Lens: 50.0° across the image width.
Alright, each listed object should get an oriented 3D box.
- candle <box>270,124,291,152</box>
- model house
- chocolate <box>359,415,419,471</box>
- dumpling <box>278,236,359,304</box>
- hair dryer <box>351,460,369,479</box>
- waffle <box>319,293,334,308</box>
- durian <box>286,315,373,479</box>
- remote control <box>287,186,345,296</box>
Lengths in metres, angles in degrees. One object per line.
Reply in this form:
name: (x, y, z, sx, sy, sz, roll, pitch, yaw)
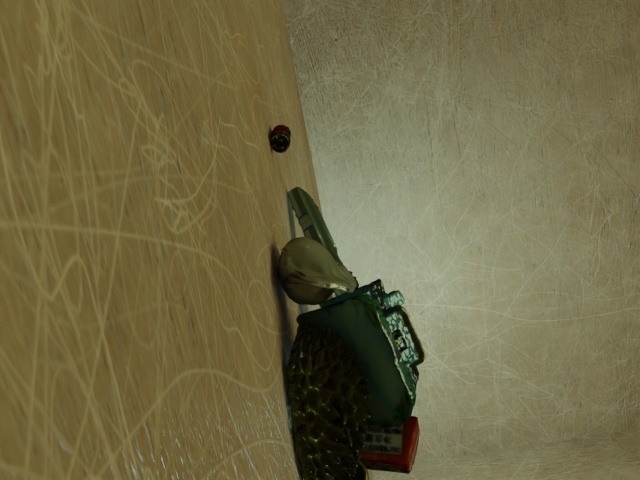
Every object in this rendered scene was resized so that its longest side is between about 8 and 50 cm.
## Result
candle: (-0.100, -0.263, 1.746, 0.131, 0.052, 0.052, -92, 172, -68)
model house: (0.136, 0.218, 1.410, 0.241, 0.226, 0.261, -20, 88, -46)
chocolate: (0.097, 0.443, 1.516, 0.235, 0.237, 0.108, 74, 22, -64)
dumpling: (-0.004, 0.071, 1.411, 0.247, 0.172, 0.142, -87, -172, -79)
hair dryer: (0.045, 0.581, 1.353, 0.135, 0.090, 0.279, 101, -4, -49)
waffle: (0.035, 0.190, 1.819, 0.280, 0.060, 0.262, 53, 1, -41)
durian: (-0.013, 0.348, 1.304, 0.198, 0.163, 0.395, -4, -88, 54)
remote control: (0.000, 0.000, 1.868, 0.335, 0.065, 0.128, 66, 4, 34)
